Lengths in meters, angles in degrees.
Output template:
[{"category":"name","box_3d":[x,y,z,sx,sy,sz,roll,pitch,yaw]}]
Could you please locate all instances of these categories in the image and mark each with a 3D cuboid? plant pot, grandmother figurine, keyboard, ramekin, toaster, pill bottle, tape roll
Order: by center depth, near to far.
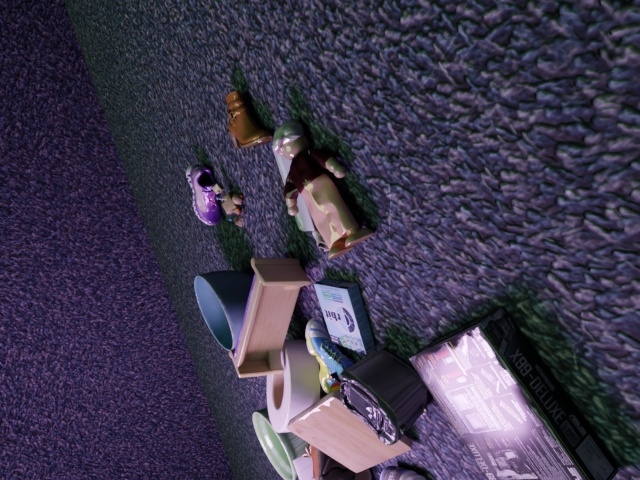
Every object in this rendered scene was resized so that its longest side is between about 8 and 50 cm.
[{"category":"grandmother figurine","box_3d":[-0.015,-0.129,1.047,0.207,0.104,0.343,-33,78,31]},{"category":"toaster","box_3d":[0.147,0.363,1.072,0.226,0.146,0.129,29,132,45]},{"category":"keyboard","box_3d":[-0.072,-0.146,1.199,0.072,0.014,0.256,-5,107,53]},{"category":"pill bottle","box_3d":[0.231,0.669,1.221,0.078,0.078,0.137,63,149,4]},{"category":"tape roll","box_3d":[-0.094,0.471,1.453,0.286,0.100,0.287,-174,90,-71]},{"category":"plant pot","box_3d":[-0.309,0.227,1.635,0.290,0.195,0.291,35,137,40]},{"category":"ramekin","box_3d":[-0.135,0.794,1.800,0.303,0.148,0.304,36,138,41]}]

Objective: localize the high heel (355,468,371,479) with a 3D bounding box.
[{"category":"high heel","box_3d":[0.118,0.825,1.502,0.262,0.093,0.186,63,159,12]}]

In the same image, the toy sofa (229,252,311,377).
[{"category":"toy sofa","box_3d":[-0.167,0.217,1.336,0.177,0.150,0.363,50,130,50]}]

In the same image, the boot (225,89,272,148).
[{"category":"boot","box_3d":[-0.208,-0.335,1.221,0.197,0.072,0.153,10,114,52]}]

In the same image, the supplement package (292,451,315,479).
[{"category":"supplement package","box_3d":[0.017,0.879,1.561,0.244,0.133,0.139,-124,15,-46]}]

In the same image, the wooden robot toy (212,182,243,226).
[{"category":"wooden robot toy","box_3d":[-0.292,-0.136,1.514,0.079,0.076,0.173,-39,74,22]}]

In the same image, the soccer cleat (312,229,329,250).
[{"category":"soccer cleat","box_3d":[0.000,0.000,1.160,0.083,0.035,0.029,41,142,35]}]

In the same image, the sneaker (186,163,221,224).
[{"category":"sneaker","box_3d":[-0.419,-0.170,1.644,0.104,0.095,0.237,1,111,49]}]

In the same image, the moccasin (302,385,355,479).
[{"category":"moccasin","box_3d":[0.019,0.662,1.418,0.147,0.139,0.381,143,117,-67]}]

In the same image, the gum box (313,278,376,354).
[{"category":"gum box","box_3d":[0.063,0.199,1.193,0.156,0.041,0.185,0,110,57]}]

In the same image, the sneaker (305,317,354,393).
[{"category":"sneaker","box_3d":[0.043,0.335,1.297,0.126,0.091,0.240,-11,101,40]}]

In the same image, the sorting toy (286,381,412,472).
[{"category":"sorting toy","box_3d":[0.081,0.511,1.240,0.257,0.089,0.255,36,130,-8]}]

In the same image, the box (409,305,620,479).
[{"category":"box","box_3d":[0.330,0.305,0.821,0.308,0.076,0.242,57,148,15]}]
